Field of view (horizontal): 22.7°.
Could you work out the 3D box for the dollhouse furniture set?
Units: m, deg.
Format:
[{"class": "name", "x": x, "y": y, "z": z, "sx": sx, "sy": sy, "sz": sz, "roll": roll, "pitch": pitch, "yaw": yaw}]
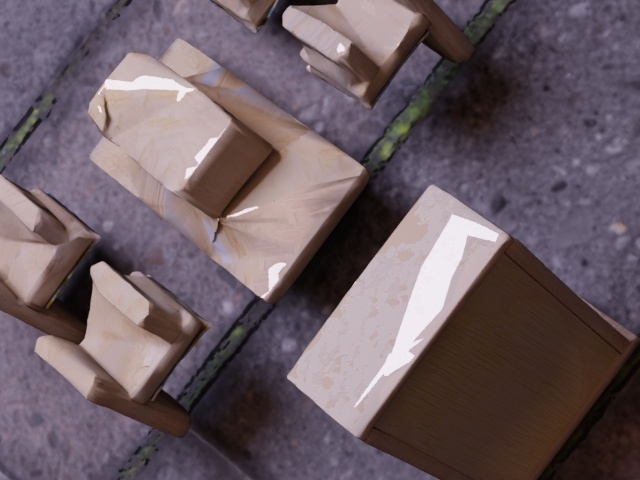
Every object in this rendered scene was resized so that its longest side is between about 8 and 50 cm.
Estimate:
[{"class": "dollhouse furniture set", "x": 0.000, "y": 0.000, "z": 1.169, "sx": 0.394, "sy": 0.256, "sz": 0.362, "roll": 37, "pitch": 91, "yaw": 35}]
